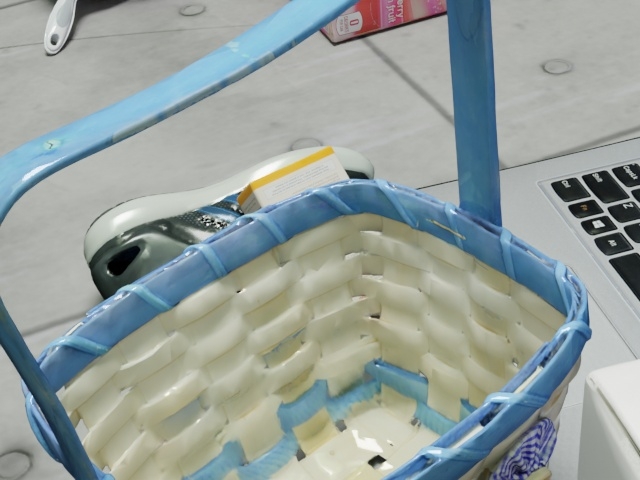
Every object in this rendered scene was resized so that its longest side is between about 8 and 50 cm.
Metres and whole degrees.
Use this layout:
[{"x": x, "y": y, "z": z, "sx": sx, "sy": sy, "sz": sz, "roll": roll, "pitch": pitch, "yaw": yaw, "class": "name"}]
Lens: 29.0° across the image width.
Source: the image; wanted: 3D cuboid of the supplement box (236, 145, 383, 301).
[{"x": 0.000, "y": 0.000, "z": 0.764, "sx": 0.062, "sy": 0.036, "sz": 0.098, "roll": -26, "pitch": 83, "yaw": -24, "class": "supplement box"}]

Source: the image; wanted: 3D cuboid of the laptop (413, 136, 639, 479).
[{"x": 0.270, "y": -0.050, "z": 0.667, "sx": 0.407, "sy": 0.236, "sz": 0.382, "roll": -13, "pitch": 36, "yaw": -9, "class": "laptop"}]

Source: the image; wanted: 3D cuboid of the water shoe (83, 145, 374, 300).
[{"x": -0.050, "y": 0.002, "z": 0.807, "sx": 0.203, "sy": 0.073, "sz": 0.080, "roll": -18, "pitch": 65, "yaw": -17, "class": "water shoe"}]

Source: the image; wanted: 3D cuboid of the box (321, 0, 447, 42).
[{"x": 0.040, "y": -0.344, "z": 1.045, "sx": 0.154, "sy": 0.300, "sz": 0.142, "roll": -18, "pitch": 38, "yaw": -14, "class": "box"}]

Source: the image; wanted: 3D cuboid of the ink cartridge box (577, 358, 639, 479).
[{"x": 0.245, "y": 0.126, "z": 0.457, "sx": 0.282, "sy": 0.207, "sz": 0.117, "roll": -12, "pitch": 38, "yaw": -8, "class": "ink cartridge box"}]

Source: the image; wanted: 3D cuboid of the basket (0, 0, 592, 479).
[{"x": -0.004, "y": 0.038, "z": 0.543, "sx": 0.254, "sy": 0.289, "sz": 0.201, "roll": -35, "pitch": 37, "yaw": -26, "class": "basket"}]

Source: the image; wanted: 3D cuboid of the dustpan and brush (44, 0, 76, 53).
[{"x": -0.226, "y": -0.257, "z": 1.155, "sx": 0.060, "sy": 0.147, "sz": 0.211, "roll": -18, "pitch": 51, "yaw": 57, "class": "dustpan and brush"}]
